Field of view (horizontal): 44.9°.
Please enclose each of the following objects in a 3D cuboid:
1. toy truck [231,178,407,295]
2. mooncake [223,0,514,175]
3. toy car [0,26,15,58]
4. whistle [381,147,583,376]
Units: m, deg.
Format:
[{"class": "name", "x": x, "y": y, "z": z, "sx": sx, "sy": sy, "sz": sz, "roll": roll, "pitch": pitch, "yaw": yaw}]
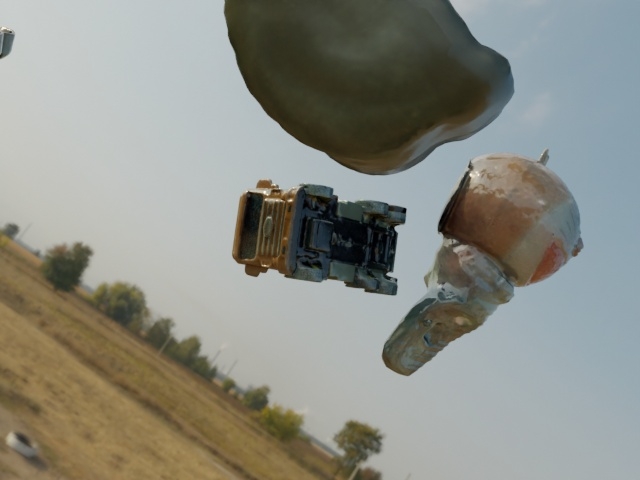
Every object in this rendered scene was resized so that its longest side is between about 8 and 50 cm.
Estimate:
[{"class": "toy truck", "x": 0.000, "y": 0.000, "z": 0.902, "sx": 0.140, "sy": 0.108, "sz": 0.257, "roll": 6, "pitch": -3, "yaw": 36}, {"class": "mooncake", "x": 0.035, "y": -0.126, "z": 0.448, "sx": 0.168, "sy": 0.175, "sz": 0.104, "roll": 13, "pitch": 2, "yaw": 20}, {"class": "toy car", "x": -0.378, "y": -0.125, "z": 0.705, "sx": 0.158, "sy": 0.172, "sz": 0.235, "roll": 10, "pitch": 14, "yaw": -18}, {"class": "whistle", "x": 0.205, "y": 0.031, "z": 0.961, "sx": 0.189, "sy": 0.348, "sz": 0.189, "roll": 34, "pitch": -9, "yaw": 6}]
